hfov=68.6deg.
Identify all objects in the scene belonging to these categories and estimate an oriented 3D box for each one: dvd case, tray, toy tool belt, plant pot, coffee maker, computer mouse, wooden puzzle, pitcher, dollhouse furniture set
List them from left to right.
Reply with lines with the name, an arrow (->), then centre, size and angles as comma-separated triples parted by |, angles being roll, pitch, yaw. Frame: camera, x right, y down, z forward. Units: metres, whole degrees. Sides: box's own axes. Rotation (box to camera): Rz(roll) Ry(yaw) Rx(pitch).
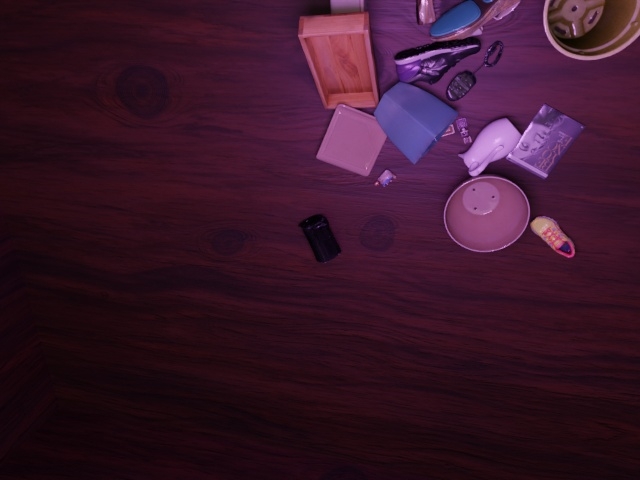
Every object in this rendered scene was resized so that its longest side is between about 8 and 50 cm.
coffee maker -> 0.000, 0.000, 1.928 | 0.120, 0.171, 0.178 | -25, 109, 5
tray -> 0.077, -0.572, 1.540 | 0.203, 0.411, 0.076 | 1, 76, 12
wooden puzzle -> 0.125, -0.378, 1.779 | 0.221, 0.044, 0.238 | 18, 122, -13
toy tool belt -> 0.253, -0.234, 1.829 | 0.051, 0.052, 0.083 | 41, 117, 2
plant pot -> 0.316, -0.425, 1.639 | 0.234, 0.166, 0.165 | 41, 151, 6
dollhouse furniture set -> 0.479, -0.377, 1.693 | 0.115, 0.081, 0.090 | -14, 111, 18
computer mouse -> 0.530, -0.581, 1.618 | 0.071, 0.041, 0.242 | 44, 109, -7
plant pot -> 0.598, -0.126, 1.722 | 0.285, 0.191, 0.283 | 5, 116, 11
pitcher -> 0.595, -0.319, 1.640 | 0.125, 0.177, 0.207 | 40, 118, -18
dvd case -> 0.797, -0.348, 1.671 | 0.165, 0.018, 0.221 | 28, 117, -2
plant pot -> 0.780, -0.685, 1.386 | 0.277, 0.254, 0.275 | 5, 115, 10

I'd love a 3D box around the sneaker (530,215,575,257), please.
sneaker -> 0.882, -0.012, 1.765 | 0.209, 0.094, 0.081 | 36, 118, -4

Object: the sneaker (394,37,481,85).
sneaker -> 0.404, -0.606, 1.609 | 0.284, 0.107, 0.124 | -6, 128, 19

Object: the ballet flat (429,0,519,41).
ballet flat -> 0.524, -0.735, 1.509 | 0.349, 0.123, 0.123 | -32, 104, 25

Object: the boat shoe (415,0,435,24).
boat shoe -> 0.349, -0.812, 1.537 | 0.072, 0.068, 0.189 | -8, 123, 3

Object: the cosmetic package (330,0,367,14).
cosmetic package -> 0.097, -0.777, 1.551 | 0.113, 0.160, 0.309 | 1, 116, 12
